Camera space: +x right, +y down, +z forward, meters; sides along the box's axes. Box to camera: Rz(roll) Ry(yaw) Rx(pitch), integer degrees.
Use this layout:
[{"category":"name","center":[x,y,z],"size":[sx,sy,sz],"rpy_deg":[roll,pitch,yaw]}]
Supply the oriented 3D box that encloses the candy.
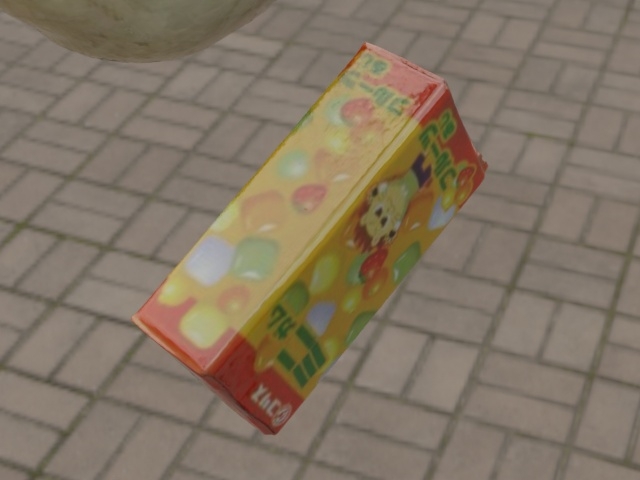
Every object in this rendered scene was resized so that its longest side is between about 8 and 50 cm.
[{"category":"candy","center":[0.000,0.000,0.408],"size":[0.038,0.062,0.122],"rpy_deg":[34,79,31]}]

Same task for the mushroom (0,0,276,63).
[{"category":"mushroom","center":[-0.067,-0.143,0.432],"size":[0.127,0.166,0.166],"rpy_deg":[8,31,44]}]
